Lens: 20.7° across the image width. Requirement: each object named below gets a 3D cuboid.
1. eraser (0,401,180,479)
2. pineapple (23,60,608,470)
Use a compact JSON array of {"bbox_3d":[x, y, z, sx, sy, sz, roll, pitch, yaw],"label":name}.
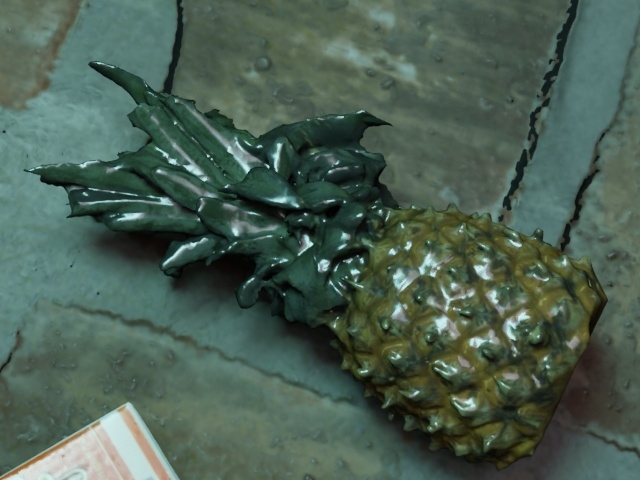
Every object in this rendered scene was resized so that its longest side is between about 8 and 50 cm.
[{"bbox_3d":[-0.164,0.215,0.983,0.230,0.038,0.157,-30,82,-17],"label":"eraser"},{"bbox_3d":[0.002,-0.003,1.115,0.365,0.165,0.165,32,70,6],"label":"pineapple"}]
